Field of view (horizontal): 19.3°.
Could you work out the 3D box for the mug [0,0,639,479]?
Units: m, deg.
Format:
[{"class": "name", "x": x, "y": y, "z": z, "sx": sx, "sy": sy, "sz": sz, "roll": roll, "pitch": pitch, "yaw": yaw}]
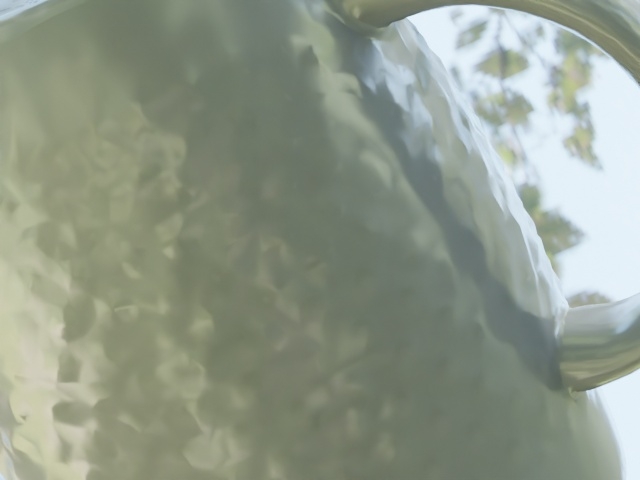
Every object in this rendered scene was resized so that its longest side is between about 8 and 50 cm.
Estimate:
[{"class": "mug", "x": 0.000, "y": 0.000, "z": 0.853, "sx": 0.374, "sy": 0.276, "sz": 0.328, "roll": -16, "pitch": -67, "yaw": 22}]
